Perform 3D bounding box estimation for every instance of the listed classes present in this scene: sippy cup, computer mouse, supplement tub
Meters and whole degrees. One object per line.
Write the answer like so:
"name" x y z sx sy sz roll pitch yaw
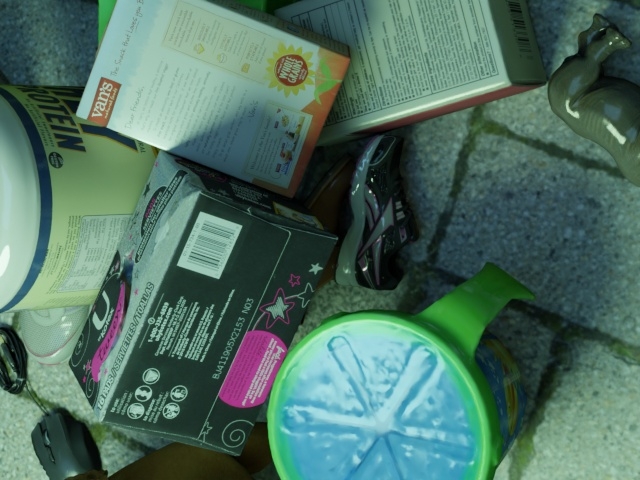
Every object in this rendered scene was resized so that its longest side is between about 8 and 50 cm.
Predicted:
"sippy cup" 0.099 0.173 1.502 0.305 0.224 0.240 -21 86 26
"computer mouse" -0.347 0.212 1.827 0.071 0.041 0.242 -41 75 24
"supplement tub" -0.261 -0.047 1.583 0.235 0.325 0.235 4 96 44

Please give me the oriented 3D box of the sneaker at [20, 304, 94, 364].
"sneaker" -0.330 0.026 1.765 0.103 0.111 0.252 6 96 26

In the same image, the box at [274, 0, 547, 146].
"box" 0.093 -0.198 1.531 0.232 0.127 0.148 -14 89 27

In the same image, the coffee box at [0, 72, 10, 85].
"coffee box" -0.486 -0.190 1.796 0.119 0.168 0.297 -43 75 22

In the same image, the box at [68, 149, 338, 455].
"box" -0.122 0.060 1.471 0.247 0.163 0.142 -66 28 10

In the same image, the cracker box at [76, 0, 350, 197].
"cracker box" -0.105 -0.158 1.469 0.232 0.067 0.155 21 107 -8

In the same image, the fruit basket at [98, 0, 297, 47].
"fruit basket" -0.216 -0.348 1.583 0.392 0.283 0.392 1 95 11

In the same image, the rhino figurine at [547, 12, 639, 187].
"rhino figurine" 0.324 -0.109 1.455 0.243 0.073 0.106 44 107 16

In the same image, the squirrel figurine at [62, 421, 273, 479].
"squirrel figurine" -0.143 0.414 1.544 0.281 0.397 0.370 -35 70 19

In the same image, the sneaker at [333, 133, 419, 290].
"sneaker" 0.073 -0.028 1.594 0.077 0.072 0.178 17 112 18

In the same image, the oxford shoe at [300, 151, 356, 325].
"oxford shoe" 0.000 0.000 1.630 0.076 0.076 0.212 30 115 7
